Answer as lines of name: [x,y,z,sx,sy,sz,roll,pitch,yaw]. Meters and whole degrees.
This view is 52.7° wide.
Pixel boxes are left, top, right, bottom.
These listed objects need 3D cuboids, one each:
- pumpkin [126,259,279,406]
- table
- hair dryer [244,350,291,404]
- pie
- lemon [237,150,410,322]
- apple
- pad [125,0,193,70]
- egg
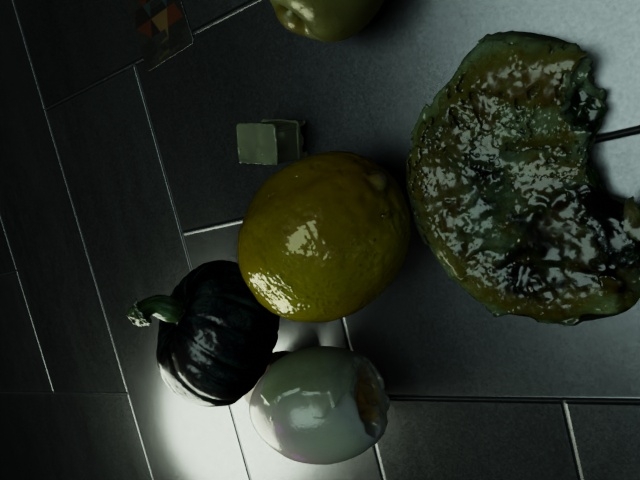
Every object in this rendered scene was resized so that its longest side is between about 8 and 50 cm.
pumpkin: [-0.200,0.142,1.079,0.248,0.248,0.248,11,110,34]
table: [-0.074,-0.157,1.012,0.079,0.083,0.062,9,109,34]
hair dryer: [-0.047,0.289,1.144,0.182,0.064,0.117,46,124,8]
pie: [0.245,-0.067,0.805,0.296,0.078,0.371,-20,91,40]
lemon: [0.003,-0.002,0.908,0.236,0.236,0.263,40,146,21]
apple: [0.004,-0.359,0.834,0.200,0.200,0.200,11,110,34]
pad: [-0.301,-0.429,1.157,0.143,0.003,0.211,-16,94,39]
egg: [-0.012,0.261,1.019,0.217,0.183,0.183,-21,90,27]
